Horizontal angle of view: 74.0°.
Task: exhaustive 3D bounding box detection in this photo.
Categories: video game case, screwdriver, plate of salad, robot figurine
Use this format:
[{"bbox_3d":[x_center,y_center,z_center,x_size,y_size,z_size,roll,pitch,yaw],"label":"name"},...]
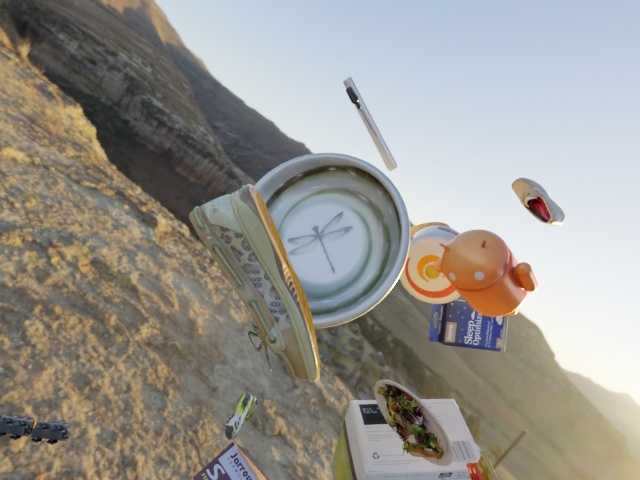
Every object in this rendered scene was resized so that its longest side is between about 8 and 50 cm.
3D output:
[{"bbox_3d":[0.182,-0.394,1.505,0.329,0.036,0.300,62,11,-4],"label":"video game case"},{"bbox_3d":[0.124,-0.376,1.250,0.170,0.024,0.025,59,13,-2],"label":"screwdriver"},{"bbox_3d":[0.174,0.368,0.845,0.200,0.048,0.200,39,-34,33],"label":"plate of salad"},{"bbox_3d":[0.315,0.064,0.818,0.219,0.128,0.158,43,10,-35],"label":"robot figurine"}]

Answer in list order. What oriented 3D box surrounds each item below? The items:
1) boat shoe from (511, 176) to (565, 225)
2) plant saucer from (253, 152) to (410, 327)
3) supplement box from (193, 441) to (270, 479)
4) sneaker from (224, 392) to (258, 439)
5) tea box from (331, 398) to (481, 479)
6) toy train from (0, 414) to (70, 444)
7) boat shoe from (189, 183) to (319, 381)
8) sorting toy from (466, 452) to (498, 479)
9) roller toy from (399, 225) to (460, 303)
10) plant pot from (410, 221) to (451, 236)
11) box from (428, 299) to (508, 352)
[{"bbox_3d":[0.560,-0.106,1.112,0.059,0.063,0.170,-5,46,-32],"label":"boat shoe"},{"bbox_3d":[0.000,0.000,0.953,0.400,0.400,0.100,38,-7,23],"label":"plant saucer"},{"bbox_3d":[-0.114,0.400,0.666,0.130,0.073,0.239,46,-23,20],"label":"supplement box"},{"bbox_3d":[-0.136,0.312,0.748,0.031,0.083,0.035,19,-14,43],"label":"sneaker"},{"bbox_3d":[0.229,0.647,1.221,0.328,0.324,0.220,3,32,-11],"label":"tea box"},{"bbox_3d":[-0.432,0.266,0.606,0.158,0.027,0.036,7,-7,2],"label":"toy train"},{"bbox_3d":[-0.074,0.070,0.567,0.104,0.089,0.285,-106,176,-75],"label":"boat shoe"},{"bbox_3d":[0.290,0.507,0.705,0.132,0.046,0.275,95,-16,-65],"label":"sorting toy"},{"bbox_3d":[0.306,0.062,1.130,0.146,0.191,0.209,-31,102,-63],"label":"roller toy"},{"bbox_3d":[0.371,0.069,1.445,0.205,0.205,0.188,31,41,-51],"label":"plant pot"},{"bbox_3d":[0.438,0.248,1.255,0.225,0.137,0.036,8,-3,-4],"label":"box"}]
